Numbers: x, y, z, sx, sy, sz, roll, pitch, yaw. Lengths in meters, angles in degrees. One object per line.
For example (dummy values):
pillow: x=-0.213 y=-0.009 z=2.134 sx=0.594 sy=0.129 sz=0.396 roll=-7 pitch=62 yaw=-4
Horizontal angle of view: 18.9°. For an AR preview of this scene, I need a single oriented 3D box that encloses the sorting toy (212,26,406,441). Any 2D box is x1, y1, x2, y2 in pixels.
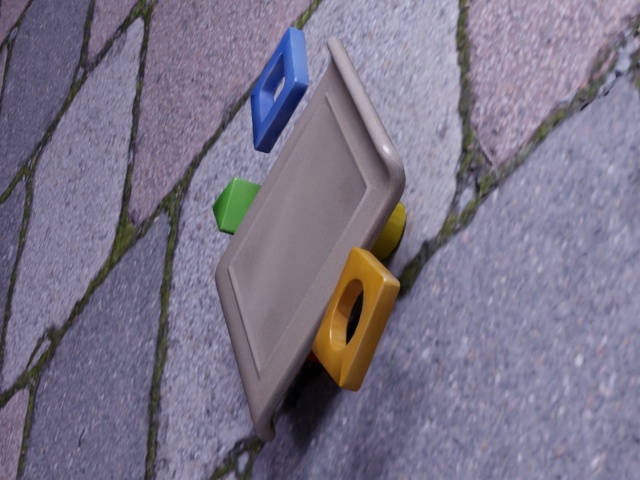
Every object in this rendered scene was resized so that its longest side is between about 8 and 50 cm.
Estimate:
sorting toy: x=0.000 y=0.000 z=1.140 sx=0.196 sy=0.047 sz=0.348 roll=-64 pitch=21 yaw=22
